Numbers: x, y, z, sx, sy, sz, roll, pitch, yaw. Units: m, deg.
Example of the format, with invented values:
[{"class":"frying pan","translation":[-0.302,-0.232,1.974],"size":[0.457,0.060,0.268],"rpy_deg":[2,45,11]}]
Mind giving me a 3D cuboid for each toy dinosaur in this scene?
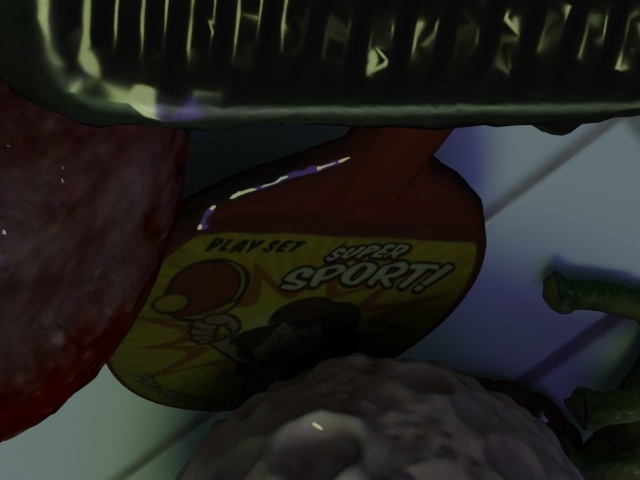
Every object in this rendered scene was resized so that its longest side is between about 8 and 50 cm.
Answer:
[{"class":"toy dinosaur","translation":[0.258,0.099,1.016],"size":[0.301,0.087,0.447],"rpy_deg":[-1,120,-26]}]

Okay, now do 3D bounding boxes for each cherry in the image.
[{"class":"cherry","translation":[-0.153,-0.012,0.741],"size":[0.249,0.175,0.192],"rpy_deg":[-39,111,10]}]

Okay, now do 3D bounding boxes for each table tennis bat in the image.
[{"class":"table tennis bat","translation":[0.000,0.000,0.837],"size":[0.200,0.038,0.310],"rpy_deg":[1,146,-27]}]

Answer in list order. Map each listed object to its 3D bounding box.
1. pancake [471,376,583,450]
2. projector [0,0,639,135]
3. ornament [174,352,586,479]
[{"class":"pancake","translation":[0.075,0.161,1.045],"size":[0.199,0.021,0.199],"rpy_deg":[-8,128,-10]},{"class":"projector","translation":[0.074,-0.215,0.510],"size":[0.395,0.405,0.242],"rpy_deg":[-2,126,-16]},{"class":"ornament","translation":[0.020,0.183,0.872],"size":[0.225,0.259,0.259],"rpy_deg":[34,115,0]}]
